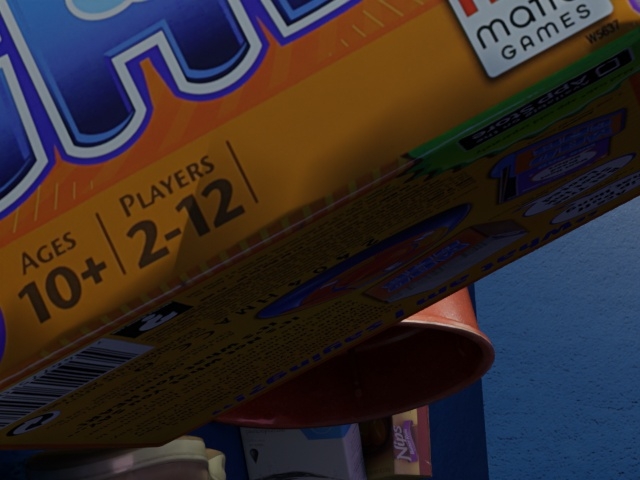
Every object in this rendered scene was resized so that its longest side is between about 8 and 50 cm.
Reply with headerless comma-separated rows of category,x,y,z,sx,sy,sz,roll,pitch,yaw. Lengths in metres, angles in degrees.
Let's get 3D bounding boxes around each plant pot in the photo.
plant pot,0.000,0.000,1.576,0.272,0.272,0.265,54,26,-65

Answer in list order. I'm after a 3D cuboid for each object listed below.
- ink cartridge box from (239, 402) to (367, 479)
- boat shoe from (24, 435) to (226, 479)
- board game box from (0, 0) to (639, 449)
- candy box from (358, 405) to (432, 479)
ink cartridge box,-0.012,0.231,1.724,0.060,0.104,0.180,-58,141,-67
boat shoe,-0.127,0.196,1.262,0.302,0.109,0.098,50,34,-76
board game box,-0.063,-0.131,0.885,0.356,0.356,0.356,64,9,12
candy box,0.038,0.197,1.810,0.053,0.186,0.109,8,74,-34
